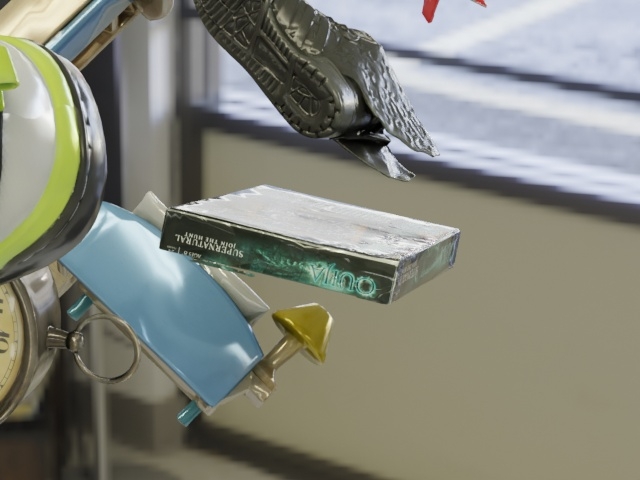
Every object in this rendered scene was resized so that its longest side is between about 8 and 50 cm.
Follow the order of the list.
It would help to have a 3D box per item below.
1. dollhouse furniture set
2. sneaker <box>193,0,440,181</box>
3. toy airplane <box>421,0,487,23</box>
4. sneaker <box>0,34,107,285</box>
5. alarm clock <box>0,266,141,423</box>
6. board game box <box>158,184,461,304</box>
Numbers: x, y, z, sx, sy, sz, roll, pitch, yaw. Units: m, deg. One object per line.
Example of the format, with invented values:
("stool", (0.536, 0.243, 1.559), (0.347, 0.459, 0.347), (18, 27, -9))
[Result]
("dollhouse furniture set", (-0.100, -0.022, 1.335), (0.198, 0.303, 0.286), (-45, -5, -13))
("sneaker", (-0.004, -0.107, 1.132), (0.170, 0.051, 0.089), (56, 30, 15))
("toy airplane", (0.064, -0.200, 1.244), (0.028, 0.151, 0.151), (-9, 24, -23))
("sneaker", (-0.169, -0.001, 0.552), (0.235, 0.084, 0.097), (-29, -18, 23))
("alarm clock", (-0.186, 0.044, 1.053), (0.192, 0.129, 0.064), (11, 17, 12))
("board game box", (0.000, 0.000, 1.081), (0.126, 0.026, 0.186), (13, 8, 13))
